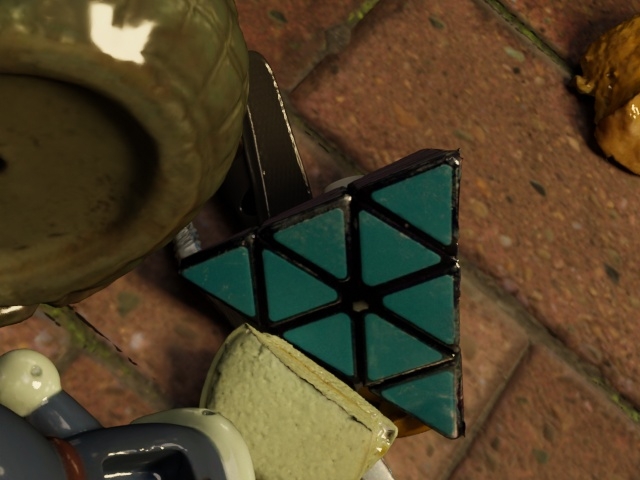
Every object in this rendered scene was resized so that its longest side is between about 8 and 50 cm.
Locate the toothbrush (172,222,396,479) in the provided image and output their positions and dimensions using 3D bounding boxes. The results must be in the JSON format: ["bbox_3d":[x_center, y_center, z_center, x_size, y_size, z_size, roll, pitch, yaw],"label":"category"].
[{"bbox_3d":[-0.053,0.046,0.871,0.042,0.035,0.413,-37,83,-17],"label":"toothbrush"}]

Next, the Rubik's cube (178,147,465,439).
[{"bbox_3d":[0.000,0.000,0.864,0.178,0.211,0.190,-2,30,2],"label":"Rubik's cube"}]

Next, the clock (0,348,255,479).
[{"bbox_3d":[-0.157,0.150,0.690,0.243,0.146,0.199,4,66,-35],"label":"clock"}]

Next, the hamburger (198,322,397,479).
[{"bbox_3d":[-0.024,0.115,0.820,0.121,0.084,0.054,39,11,3],"label":"hamburger"}]

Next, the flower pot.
[{"bbox_3d":[-0.191,-0.096,0.732,0.302,0.302,0.213,7,50,-25],"label":"flower pot"}]

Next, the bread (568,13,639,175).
[{"bbox_3d":[0.340,-0.131,1.128,0.229,0.139,0.143,4,54,-28],"label":"bread"}]

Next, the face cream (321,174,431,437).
[{"bbox_3d":[0.042,0.044,0.911,0.072,0.051,0.182,0,64,-28],"label":"face cream"}]

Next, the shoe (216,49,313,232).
[{"bbox_3d":[-0.047,-0.051,0.916,0.062,0.053,0.159,-17,96,-60],"label":"shoe"}]
